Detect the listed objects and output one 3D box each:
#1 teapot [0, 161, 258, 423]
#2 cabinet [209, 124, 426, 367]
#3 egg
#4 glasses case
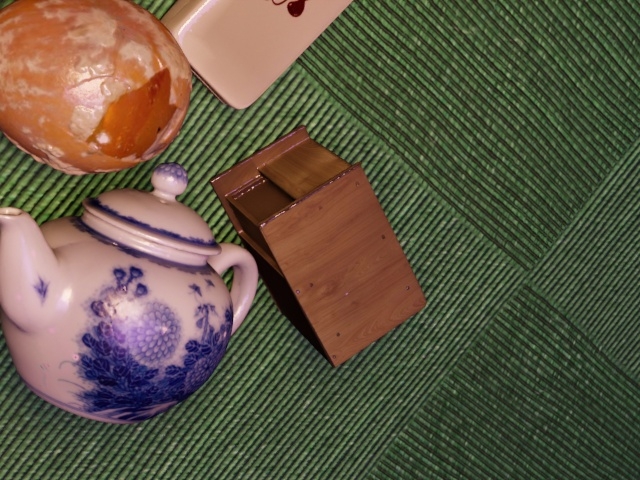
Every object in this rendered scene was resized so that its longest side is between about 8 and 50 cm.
[{"bbox_3d":[-0.207,0.045,1.244,0.424,0.252,0.280,14,100,-56],"label":"teapot"},{"bbox_3d":[0.000,0.000,1.368,0.148,0.175,0.215,-33,119,-10],"label":"cabinet"},{"bbox_3d":[-0.246,-0.165,1.179,0.233,0.195,0.195,14,103,-31],"label":"egg"},{"bbox_3d":[-0.035,-0.300,1.294,0.313,0.070,0.131,-46,122,-2],"label":"glasses case"}]
